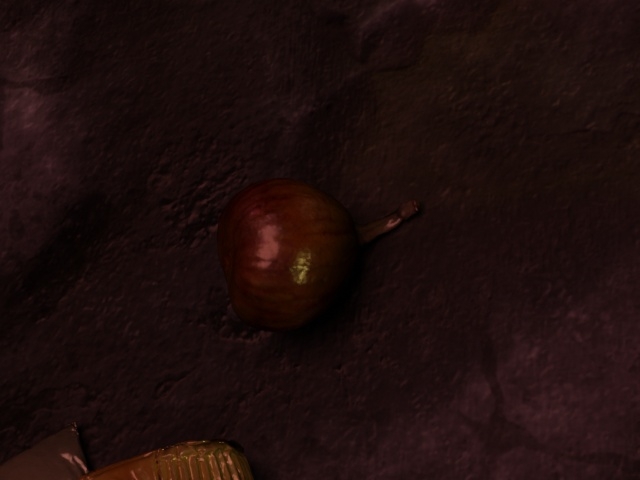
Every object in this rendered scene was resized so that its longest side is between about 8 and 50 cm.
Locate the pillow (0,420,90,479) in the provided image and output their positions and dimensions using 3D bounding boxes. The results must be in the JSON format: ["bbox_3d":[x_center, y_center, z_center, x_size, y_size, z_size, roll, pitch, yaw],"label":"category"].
[{"bbox_3d":[-0.291,0.321,1.547,0.148,0.050,0.229,-27,61,3],"label":"pillow"}]

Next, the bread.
[{"bbox_3d":[-0.155,0.271,1.453,0.190,0.132,0.114,-25,63,17],"label":"bread"}]

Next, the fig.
[{"bbox_3d":[-0.027,0.006,1.509,0.149,0.202,0.148,37,125,22],"label":"fig"}]
